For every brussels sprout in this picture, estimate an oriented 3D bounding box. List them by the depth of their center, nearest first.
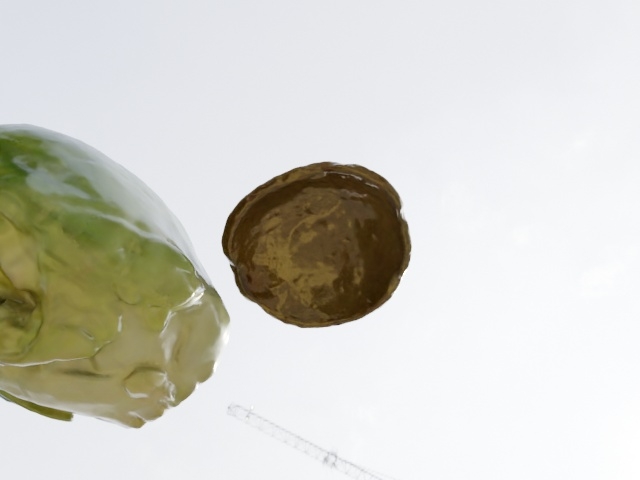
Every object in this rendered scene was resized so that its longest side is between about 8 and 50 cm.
[{"bbox_3d":[-0.264,0.044,0.625,0.268,0.344,0.344,-43,-80,-11],"label":"brussels sprout"}]

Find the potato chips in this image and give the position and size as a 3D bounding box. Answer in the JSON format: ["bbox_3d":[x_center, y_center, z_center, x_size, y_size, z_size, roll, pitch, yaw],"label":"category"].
[{"bbox_3d":[-0.001,0.001,0.676,0.195,0.062,0.208,32,-69,-2],"label":"potato chips"}]
